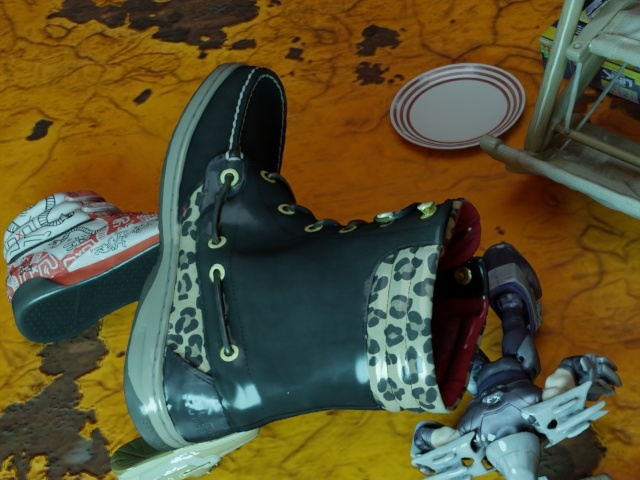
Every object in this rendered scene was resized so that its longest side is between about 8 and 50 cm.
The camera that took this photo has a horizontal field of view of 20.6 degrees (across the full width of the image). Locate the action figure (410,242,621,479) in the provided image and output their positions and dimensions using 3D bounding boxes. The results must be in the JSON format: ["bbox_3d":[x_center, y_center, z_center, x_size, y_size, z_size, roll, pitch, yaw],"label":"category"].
[{"bbox_3d":[0.154,0.115,1.484,0.185,0.099,0.285,-17,37,8],"label":"action figure"}]

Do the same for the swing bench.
[{"bbox_3d":[0.330,-0.134,1.645,0.253,0.165,0.254,28,95,35],"label":"swing bench"}]

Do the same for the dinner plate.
[{"bbox_3d":[0.143,-0.136,1.830,0.141,0.017,0.141,-7,43,7],"label":"dinner plate"}]

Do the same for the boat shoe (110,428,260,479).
[{"bbox_3d":[-0.113,0.183,1.534,0.135,0.045,0.050,-19,34,1],"label":"boat shoe"}]

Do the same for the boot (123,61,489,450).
[{"bbox_3d":[0.000,0.000,1.507,0.284,0.138,0.377,-5,53,26],"label":"boot"}]

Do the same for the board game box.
[{"bbox_3d":[0.337,-0.207,1.831,0.170,0.048,0.141,27,58,36],"label":"board game box"}]

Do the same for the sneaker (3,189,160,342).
[{"bbox_3d":[-0.182,-0.007,1.725,0.270,0.090,0.145,-20,45,-3],"label":"sneaker"}]

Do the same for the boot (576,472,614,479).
[{"bbox_3d":[0.189,0.268,1.344,0.152,0.073,0.197,-21,30,-9],"label":"boot"}]
